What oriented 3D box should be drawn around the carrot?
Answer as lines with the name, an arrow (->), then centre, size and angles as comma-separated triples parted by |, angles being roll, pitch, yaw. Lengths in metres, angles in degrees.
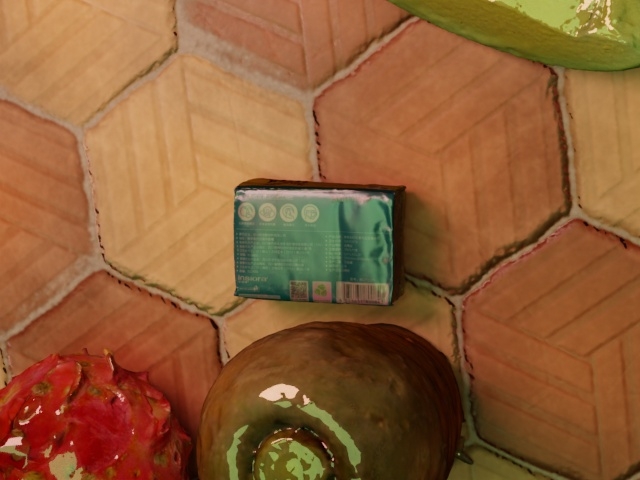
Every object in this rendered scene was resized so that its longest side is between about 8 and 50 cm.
carrot -> 0.019, 0.180, 1.367 | 0.224, 0.341, 0.224 | 1, 95, 16

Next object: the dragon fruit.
dragon fruit -> -0.224, 0.237, 1.514 | 0.205, 0.210, 0.268 | -42, 85, -13

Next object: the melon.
melon -> 0.173, -0.260, 1.368 | 0.323, 0.124, 0.196 | 34, 107, 2

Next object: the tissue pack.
tissue pack -> 0.000, 0.000, 1.474 | 0.169, 0.082, 0.120 | 2, 98, 15
